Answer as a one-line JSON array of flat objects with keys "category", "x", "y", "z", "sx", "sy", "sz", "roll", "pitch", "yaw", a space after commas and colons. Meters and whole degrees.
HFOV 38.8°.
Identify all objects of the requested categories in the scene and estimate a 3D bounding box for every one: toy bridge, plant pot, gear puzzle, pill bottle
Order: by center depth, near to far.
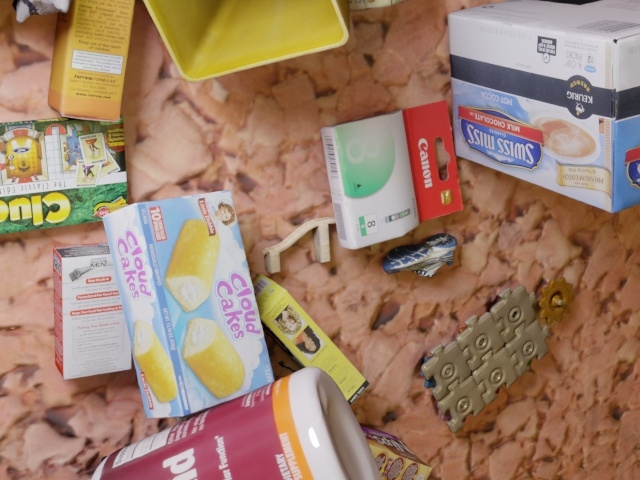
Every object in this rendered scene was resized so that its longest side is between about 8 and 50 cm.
[{"category": "plant pot", "x": -0.082, "y": -0.339, "z": 1.049, "sx": 0.212, "sy": 0.187, "sz": 0.212, "roll": -9, "pitch": 127, "yaw": 21}, {"category": "pill bottle", "x": -0.136, "y": 0.325, "z": 1.089, "sx": 0.392, "sy": 0.224, "sz": 0.224, "roll": -25, "pitch": 121, "yaw": 9}, {"category": "toy bridge", "x": 0.000, "y": 0.000, "z": 1.342, "sx": 0.188, "sy": 0.026, "sz": 0.063, "roll": -12, "pitch": 110, "yaw": -26}, {"category": "gear puzzle", "x": 0.311, "y": 0.167, "z": 1.571, "sx": 0.339, "sy": 0.044, "sz": 0.175, "roll": -37, "pitch": 119, "yaw": -17}]

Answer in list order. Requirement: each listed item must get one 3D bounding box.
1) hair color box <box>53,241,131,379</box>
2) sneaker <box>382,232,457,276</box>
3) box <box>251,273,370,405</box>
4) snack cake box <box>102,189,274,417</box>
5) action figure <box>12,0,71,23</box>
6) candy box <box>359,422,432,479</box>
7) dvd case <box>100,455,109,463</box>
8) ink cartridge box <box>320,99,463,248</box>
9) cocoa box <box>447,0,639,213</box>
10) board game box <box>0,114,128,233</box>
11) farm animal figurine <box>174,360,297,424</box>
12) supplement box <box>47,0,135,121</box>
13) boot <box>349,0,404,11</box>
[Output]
[{"category": "hair color box", "x": -0.298, "y": 0.090, "z": 1.189, "sx": 0.093, "sy": 0.053, "sz": 0.167, "roll": -5, "pitch": 110, "yaw": -29}, {"category": "sneaker", "x": 0.159, "y": 0.036, "z": 1.431, "sx": 0.135, "sy": 0.052, "sz": 0.058, "roll": -16, "pitch": 118, "yaw": -23}, {"category": "box", "x": -0.024, "y": 0.152, "z": 1.347, "sx": 0.058, "sy": 0.087, "sz": 0.232, "roll": -47, "pitch": 122, "yaw": -10}, {"category": "snack cake box", "x": -0.166, "y": 0.078, "z": 1.159, "sx": 0.152, "sy": 0.089, "sz": 0.264, "roll": -12, "pitch": 88, "yaw": -42}, {"category": "action figure", "x": -0.411, "y": -0.296, "z": 0.923, "sx": 0.330, "sy": 0.178, "sz": 0.341, "roll": 18, "pitch": 94, "yaw": -23}, {"category": "candy box", "x": 0.077, "y": 0.336, "z": 1.453, "sx": 0.187, "sy": 0.109, "sz": 0.053, "roll": 26, "pitch": 93, "yaw": -33}, {"category": "dvd case", "x": -0.234, "y": 0.429, "z": 1.322, "sx": 0.180, "sy": 0.022, "sz": 0.253, "roll": 1, "pitch": 93, "yaw": -33}, {"category": "ink cartridge box", "x": 0.119, "y": -0.101, "z": 1.342, "sx": 0.225, "sy": 0.056, "sz": 0.181, "roll": -15, "pitch": 103, "yaw": -22}, {"category": "cocoa box", "x": 0.372, "y": -0.211, "z": 1.286, "sx": 0.231, "sy": 0.347, "sz": 0.228, "roll": -17, "pitch": 115, "yaw": -24}, {"category": "board game box", "x": -0.366, "y": -0.078, "z": 1.108, "sx": 0.260, "sy": 0.030, "sz": 0.136, "roll": -10, "pitch": 114, "yaw": -26}, {"category": "farm animal figurine", "x": -0.071, "y": 0.339, "z": 1.302, "sx": 0.330, "sy": 0.172, "sz": 0.326, "roll": 9, "pitch": 89, "yaw": -32}, {"category": "supplement box", "x": -0.265, "y": -0.263, "z": 1.071, "sx": 0.080, "sy": 0.078, "sz": 0.233, "roll": 1, "pitch": 107, "yaw": -30}, {"category": "boot", "x": 0.031, "y": -0.401, "z": 1.184, "sx": 0.262, "sy": 0.095, "sz": 0.203, "roll": -12, "pitch": 114, "yaw": -28}]
